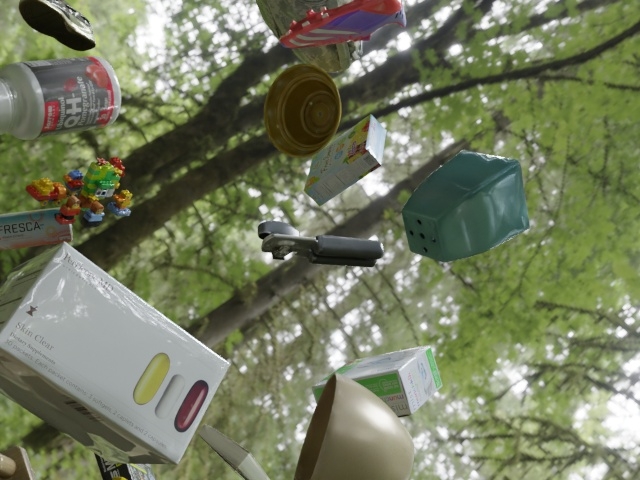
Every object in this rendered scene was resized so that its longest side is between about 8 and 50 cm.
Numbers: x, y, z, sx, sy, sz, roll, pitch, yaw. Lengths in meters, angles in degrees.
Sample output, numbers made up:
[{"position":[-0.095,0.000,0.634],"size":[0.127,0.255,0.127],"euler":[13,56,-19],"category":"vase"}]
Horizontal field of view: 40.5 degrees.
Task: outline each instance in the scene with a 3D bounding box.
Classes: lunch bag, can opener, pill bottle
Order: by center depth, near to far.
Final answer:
[{"position":[0.000,0.000,1.917],"size":[0.076,0.283,0.095],"euler":[126,-38,-50],"category":"can opener"},{"position":[-0.019,-0.553,1.997],"size":[0.256,0.212,0.305],"euler":[57,-5,23],"category":"lunch bag"},{"position":[-0.641,-0.329,2.013],"size":[0.176,0.318,0.176],"euler":[15,-66,39],"category":"pill bottle"}]

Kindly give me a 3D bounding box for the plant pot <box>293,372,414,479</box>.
[{"position":[0.073,0.422,1.688],"size":[0.191,0.284,0.284],"euler":[19,-37,-3],"category":"plant pot"}]

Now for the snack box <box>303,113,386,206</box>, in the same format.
[{"position":[0.063,-0.203,2.193],"size":[0.207,0.174,0.070],"euler":[-34,-65,28],"category":"snack box"}]

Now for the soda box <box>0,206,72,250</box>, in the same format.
[{"position":[-0.546,-0.020,1.571],"size":[0.058,0.183,0.063],"euler":[-150,-126,-73],"category":"soda box"}]

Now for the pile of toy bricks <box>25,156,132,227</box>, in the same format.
[{"position":[-0.399,-0.100,1.529],"size":[0.118,0.212,0.105],"euler":[38,-68,21],"category":"pile of toy bricks"}]

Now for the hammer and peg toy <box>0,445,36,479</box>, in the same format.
[{"position":[-0.635,0.555,1.495],"size":[0.266,0.361,0.127],"euler":[58,-3,30],"category":"hammer and peg toy"}]

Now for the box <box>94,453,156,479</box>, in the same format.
[{"position":[-0.422,0.481,1.874],"size":[0.270,0.060,0.216],"euler":[83,-17,-68],"category":"box"}]

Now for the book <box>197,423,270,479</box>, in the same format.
[{"position":[-0.130,0.349,1.367],"size":[0.096,0.035,0.144],"euler":[30,-21,34],"category":"book"}]

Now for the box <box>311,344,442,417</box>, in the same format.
[{"position":[0.150,0.385,2.267],"size":[0.262,0.231,0.127],"euler":[-16,-88,30],"category":"box"}]

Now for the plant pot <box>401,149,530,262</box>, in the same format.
[{"position":[0.296,-0.060,1.841],"size":[0.165,0.234,0.166],"euler":[20,-47,49],"category":"plant pot"}]

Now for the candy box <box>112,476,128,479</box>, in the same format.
[{"position":[-0.329,0.506,1.424],"size":[0.027,0.206,0.105],"euler":[-11,-40,31],"category":"candy box"}]

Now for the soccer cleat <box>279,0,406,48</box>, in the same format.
[{"position":[0.040,-0.404,1.643],"size":[0.248,0.083,0.095],"euler":[-20,-60,20],"category":"soccer cleat"}]

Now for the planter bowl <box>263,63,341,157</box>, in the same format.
[{"position":[-0.021,-0.300,2.040],"size":[0.217,0.090,0.217],"euler":[1,-89,34],"category":"planter bowl"}]

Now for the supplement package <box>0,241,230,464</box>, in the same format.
[{"position":[-0.287,0.150,1.078],"size":[0.262,0.145,0.204],"euler":[40,-32,-23],"category":"supplement package"}]

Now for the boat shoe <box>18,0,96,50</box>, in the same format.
[{"position":[-0.575,-0.489,1.891],"size":[0.080,0.223,0.073],"euler":[-18,-110,19],"category":"boat shoe"}]
